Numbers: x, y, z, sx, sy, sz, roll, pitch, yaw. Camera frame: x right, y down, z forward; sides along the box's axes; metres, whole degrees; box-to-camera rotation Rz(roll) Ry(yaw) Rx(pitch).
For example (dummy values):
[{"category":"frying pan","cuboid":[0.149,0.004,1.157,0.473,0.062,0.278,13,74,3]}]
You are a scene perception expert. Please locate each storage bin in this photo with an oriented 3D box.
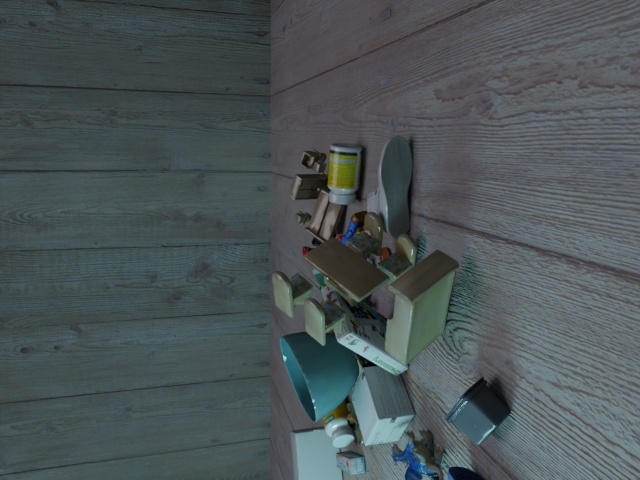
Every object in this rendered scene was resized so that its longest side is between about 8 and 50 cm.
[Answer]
[{"category":"storage bin","cuboid":[0.348,0.375,1.144,0.091,0.098,0.135,45,142,26]}]

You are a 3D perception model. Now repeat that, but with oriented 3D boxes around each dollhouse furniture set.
[{"category":"dollhouse furniture set","cuboid":[0.127,0.090,1.354,0.394,0.362,0.256,36,144,34]},{"category":"dollhouse furniture set","cuboid":[0.058,-0.166,2.167,0.356,0.174,0.303,37,120,33]}]

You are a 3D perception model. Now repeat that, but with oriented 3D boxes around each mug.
[{"category":"mug","cuboid":[0.044,0.098,2.082,0.098,0.130,0.157,-20,59,38]}]

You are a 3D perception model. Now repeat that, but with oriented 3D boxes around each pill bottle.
[{"category":"pill bottle","cuboid":[0.087,-0.242,1.906,0.119,0.119,0.208,-131,42,-66]},{"category":"pill bottle","cuboid":[0.064,0.712,2.098,0.208,0.118,0.117,-111,25,-49]}]

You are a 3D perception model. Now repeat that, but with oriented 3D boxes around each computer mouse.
[{"category":"computer mouse","cuboid":[0.000,0.000,2.344,0.262,0.060,0.183,-123,35,-61]}]

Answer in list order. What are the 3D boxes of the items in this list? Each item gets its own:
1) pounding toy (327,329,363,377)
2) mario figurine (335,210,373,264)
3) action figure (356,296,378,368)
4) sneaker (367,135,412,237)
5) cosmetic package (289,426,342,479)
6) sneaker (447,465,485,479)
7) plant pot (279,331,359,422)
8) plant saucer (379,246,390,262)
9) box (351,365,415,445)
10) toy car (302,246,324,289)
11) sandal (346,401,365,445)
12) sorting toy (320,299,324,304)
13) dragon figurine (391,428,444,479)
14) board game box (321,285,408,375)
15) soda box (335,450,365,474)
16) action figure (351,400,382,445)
[{"category":"pounding toy","cuboid":[0.054,0.432,1.883,0.269,0.154,0.155,61,-179,-24]},{"category":"mario figurine","cuboid":[0.121,0.038,1.895,0.198,0.170,0.320,-57,0,-43]},{"category":"action figure","cuboid":[0.143,0.299,1.820,0.284,0.099,0.185,-103,7,-48]},{"category":"sneaker","cuboid":[0.192,-0.166,1.571,0.169,0.108,0.292,-148,56,-67]},{"category":"cosmetic package","cuboid":[-0.014,1.004,2.269,0.155,0.197,0.365,129,138,-68]},{"category":"sneaker","cuboid":[0.350,0.596,1.154,0.232,0.082,0.090,-149,65,-70]},{"category":"plant pot","cuboid":[0.011,0.417,1.720,0.290,0.196,0.289,160,90,-74]},{"category":"plant saucer","cuboid":[0.211,0.063,1.699,0.083,0.014,0.083,179,90,-74]},{"category":"box","cuboid":[0.189,0.512,1.639,0.180,0.119,0.181,103,158,-44]},{"category":"toy car","cuboid":[0.011,0.125,2.282,0.239,0.053,0.224,-8,97,64]},{"category":"sandal","cuboid":[0.127,0.696,1.999,0.180,0.049,0.072,-108,23,-44]},{"category":"sorting toy","cuboid":[0.071,0.294,1.961,0.365,0.127,0.126,91,161,-50]},{"category":"dragon figurine","cuboid":[0.275,0.611,1.410,0.289,0.085,0.143,-139,49,-69]},{"category":"board game box","cuboid":[0.134,0.264,1.552,0.053,0.305,0.192,-38,41,17]},{"category":"soda box","cuboid":[0.115,0.861,2.038,0.183,0.063,0.058,136,130,-70]},{"category":"action figure","cuboid":[0.159,0.620,1.873,0.232,0.064,0.137,-158,64,-76]}]
